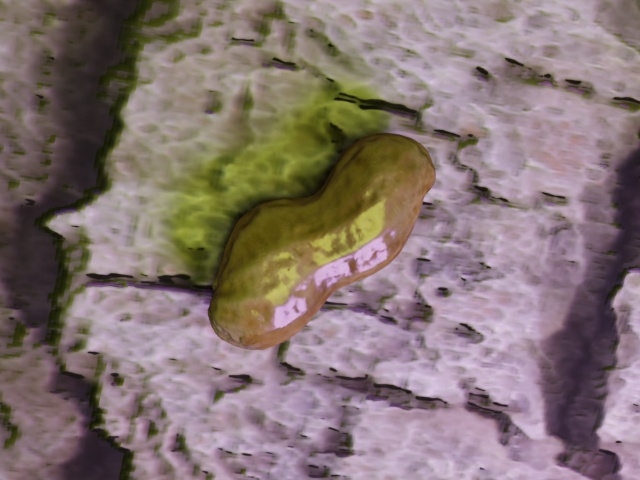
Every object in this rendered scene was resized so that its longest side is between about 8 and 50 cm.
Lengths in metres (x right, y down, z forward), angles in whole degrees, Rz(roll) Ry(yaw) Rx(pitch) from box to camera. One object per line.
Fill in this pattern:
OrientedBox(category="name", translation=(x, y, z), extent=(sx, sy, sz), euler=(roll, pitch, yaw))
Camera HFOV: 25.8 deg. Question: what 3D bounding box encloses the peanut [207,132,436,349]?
OrientedBox(category="peanut", translation=(-0.001, -0.002, 0.967), extent=(0.192, 0.089, 0.089), euler=(-37, 112, -5))
